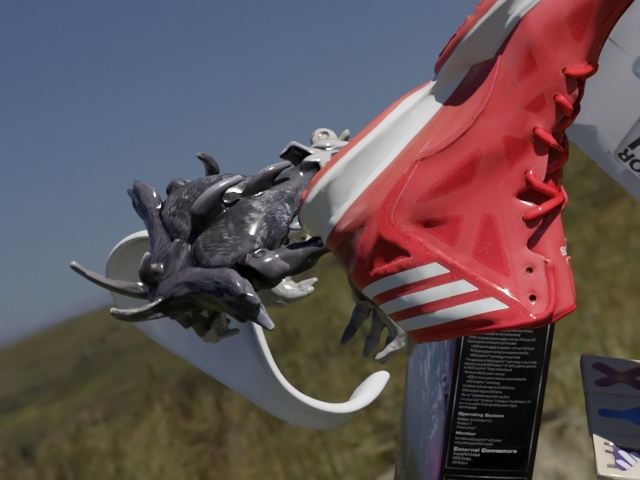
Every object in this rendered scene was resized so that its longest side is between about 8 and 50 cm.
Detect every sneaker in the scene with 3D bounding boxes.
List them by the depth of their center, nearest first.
[{"bbox_3d":[0.104,-0.039,0.857,0.221,0.128,0.087,-46,-16,23],"label":"sneaker"}]

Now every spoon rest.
[{"bbox_3d":[-0.070,0.085,1.678,0.137,0.276,0.084,-47,14,44],"label":"spoon rest"}]

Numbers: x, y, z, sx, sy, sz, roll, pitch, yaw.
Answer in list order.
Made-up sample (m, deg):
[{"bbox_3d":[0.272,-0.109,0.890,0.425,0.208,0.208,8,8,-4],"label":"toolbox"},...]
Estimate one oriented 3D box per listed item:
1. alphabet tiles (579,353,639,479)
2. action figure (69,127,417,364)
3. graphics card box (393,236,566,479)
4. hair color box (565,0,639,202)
[{"bbox_3d":[0.365,0.144,1.363,0.343,0.011,0.285,6,26,1],"label":"alphabet tiles"},{"bbox_3d":[0.000,0.000,1.081,0.276,0.141,0.164,-29,37,-18],"label":"action figure"},{"bbox_3d":[0.138,0.122,1.709,0.094,0.371,0.233,2,24,-6],"label":"graphics card box"},{"bbox_3d":[0.332,-0.164,1.197,0.114,0.185,0.374,-20,-30,-54],"label":"hair color box"}]
